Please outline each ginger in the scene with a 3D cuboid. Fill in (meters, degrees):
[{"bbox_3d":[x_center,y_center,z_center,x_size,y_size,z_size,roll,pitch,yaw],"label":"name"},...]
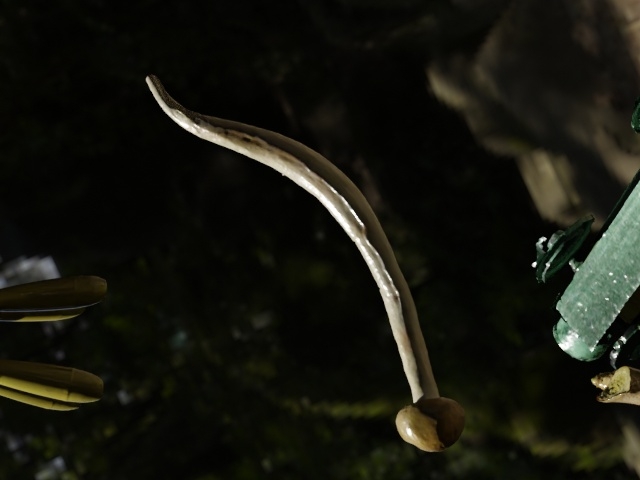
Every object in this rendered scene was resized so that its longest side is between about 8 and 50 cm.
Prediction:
[{"bbox_3d":[0.249,0.115,1.432,0.097,0.048,0.030,11,100,45],"label":"ginger"}]

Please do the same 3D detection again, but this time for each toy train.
[{"bbox_3d":[0.291,-0.027,1.399,0.126,0.189,0.307,49,131,27],"label":"toy train"}]

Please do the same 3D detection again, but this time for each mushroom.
[{"bbox_3d":[0.001,-0.001,1.151,0.306,0.068,0.043,55,154,10],"label":"mushroom"}]

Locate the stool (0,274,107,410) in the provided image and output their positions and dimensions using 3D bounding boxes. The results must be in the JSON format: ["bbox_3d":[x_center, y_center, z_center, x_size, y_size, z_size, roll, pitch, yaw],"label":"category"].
[{"bbox_3d":[-0.239,0.083,1.486,0.134,0.110,0.135,-110,30,-53],"label":"stool"}]
